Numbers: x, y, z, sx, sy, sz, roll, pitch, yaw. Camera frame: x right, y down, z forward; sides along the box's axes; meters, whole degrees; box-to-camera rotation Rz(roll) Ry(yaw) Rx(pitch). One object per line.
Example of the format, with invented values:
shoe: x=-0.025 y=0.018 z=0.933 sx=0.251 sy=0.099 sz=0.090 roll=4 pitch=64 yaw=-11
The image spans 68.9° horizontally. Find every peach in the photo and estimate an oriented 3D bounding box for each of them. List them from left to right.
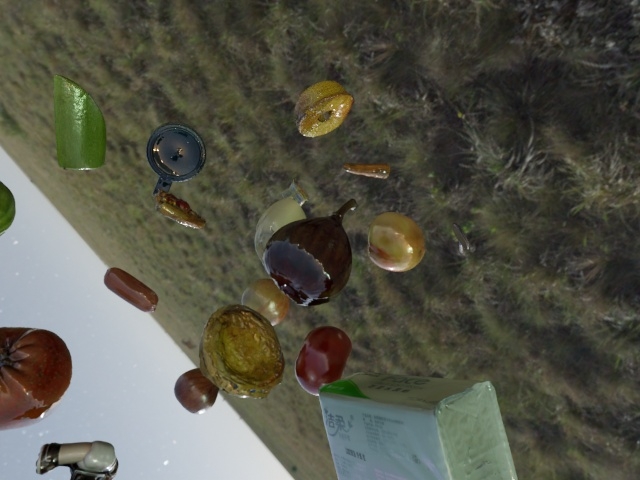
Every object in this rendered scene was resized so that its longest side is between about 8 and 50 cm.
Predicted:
peach: x=-0.233 y=0.265 z=2.109 sx=0.232 sy=0.232 sz=0.233 roll=41 pitch=158 yaw=21
peach: x=0.225 y=0.007 z=1.391 sx=0.184 sy=0.184 sz=0.184 roll=41 pitch=158 yaw=21

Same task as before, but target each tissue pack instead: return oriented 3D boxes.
tissue pack: x=0.205 y=0.474 z=1.034 sx=0.404 sy=0.205 sz=0.332 roll=-18 pitch=84 yaw=56

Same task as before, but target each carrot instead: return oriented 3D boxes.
carrot: x=0.173 y=-0.278 z=1.821 sx=0.061 sy=0.209 sz=0.061 roll=1 pitch=91 yaw=60

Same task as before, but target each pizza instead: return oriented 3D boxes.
pizza: x=-0.455 y=-0.113 z=1.436 sx=0.198 sy=0.062 sz=0.188 roll=35 pitch=-178 yaw=31

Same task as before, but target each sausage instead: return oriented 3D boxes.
sausage: x=-0.579 y=0.152 z=1.426 sx=0.194 sy=0.077 sz=0.077 roll=31 pitch=157 yaw=6

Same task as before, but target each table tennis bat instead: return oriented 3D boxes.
table tennis bat: x=0.461 y=0.023 z=1.673 sx=0.108 sy=0.119 sz=0.170 roll=63 pitch=-176 yaw=34

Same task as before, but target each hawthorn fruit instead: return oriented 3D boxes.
hawthorn fruit: x=-0.809 y=0.382 z=1.258 sx=0.277 sy=0.277 sz=0.298 roll=41 pitch=154 yaw=22

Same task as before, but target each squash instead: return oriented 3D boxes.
squash: x=-0.749 y=-0.376 z=1.496 sx=0.203 sy=0.111 sz=0.289 roll=-85 pitch=6 yaw=-69

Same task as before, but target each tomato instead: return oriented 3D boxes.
tomato: x=0.005 y=0.330 z=1.298 sx=0.136 sy=0.195 sz=0.195 roll=24 pitch=156 yaw=4

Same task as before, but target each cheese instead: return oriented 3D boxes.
cheese: x=-0.086 y=0.000 z=1.483 sx=0.127 sy=0.233 sz=0.266 roll=-2 pitch=124 yaw=44

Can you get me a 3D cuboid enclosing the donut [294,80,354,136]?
donut: x=0.003 y=-0.377 z=1.323 sx=0.075 sy=0.174 sz=0.190 roll=62 pitch=171 yaw=14

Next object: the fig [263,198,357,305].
fig: x=0.000 y=0.000 z=1.164 sx=0.216 sy=0.321 sz=0.217 roll=21 pitch=146 yaw=15

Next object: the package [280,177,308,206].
package: x=-0.104 y=-0.175 z=1.855 sx=0.120 sy=0.031 sz=0.108 roll=-41 pitch=78 yaw=44

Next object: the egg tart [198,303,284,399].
egg tart: x=-0.226 y=0.325 z=1.338 sx=0.291 sy=0.291 sz=0.107 roll=49 pitch=127 yaw=1

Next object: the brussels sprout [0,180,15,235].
brussels sprout: x=-0.985 y=-0.069 z=1.264 sx=0.219 sy=0.271 sz=0.210 roll=34 pitch=151 yaw=4

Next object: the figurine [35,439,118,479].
figurine: x=-0.639 y=0.709 z=1.228 sx=0.320 sy=0.196 sz=0.323 roll=43 pitch=-150 yaw=-48

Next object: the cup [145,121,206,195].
cup: x=-0.614 y=-0.346 z=1.910 sx=0.242 sy=0.307 sz=0.292 roll=54 pitch=173 yaw=-21

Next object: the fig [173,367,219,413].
fig: x=-0.512 y=0.623 z=1.973 sx=0.205 sy=0.205 sz=0.205 roll=41 pitch=158 yaw=21
